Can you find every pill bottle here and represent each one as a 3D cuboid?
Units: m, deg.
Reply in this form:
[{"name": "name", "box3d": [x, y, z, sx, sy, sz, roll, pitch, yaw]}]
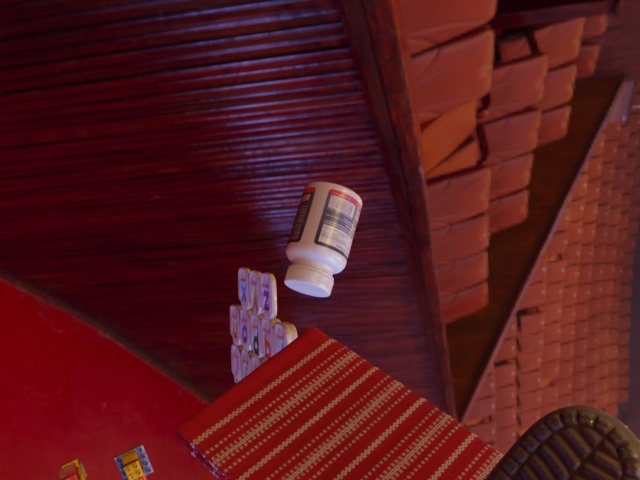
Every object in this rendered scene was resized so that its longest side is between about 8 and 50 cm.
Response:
[{"name": "pill bottle", "box3d": [0.000, 0.000, 1.144, 0.108, 0.108, 0.180, 60, 44, -64]}]

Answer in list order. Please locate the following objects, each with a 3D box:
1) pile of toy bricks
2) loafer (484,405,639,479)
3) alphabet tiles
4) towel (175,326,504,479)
[{"name": "pile of toy bricks", "box3d": [-0.172, 0.304, 0.650, 0.212, 0.118, 0.105, 67, -16, 1]}, {"name": "loafer", "box3d": [0.105, 0.208, 0.398, 0.087, 0.251, 0.094, 31, 17, -46]}, {"name": "alphabet tiles", "box3d": [-0.095, 0.185, 1.065, 0.284, 0.021, 0.277, -177, -95, -65]}, {"name": "towel", "box3d": [0.021, 0.199, 0.619, 0.199, 0.275, 0.031, -33, 139, -35]}]
